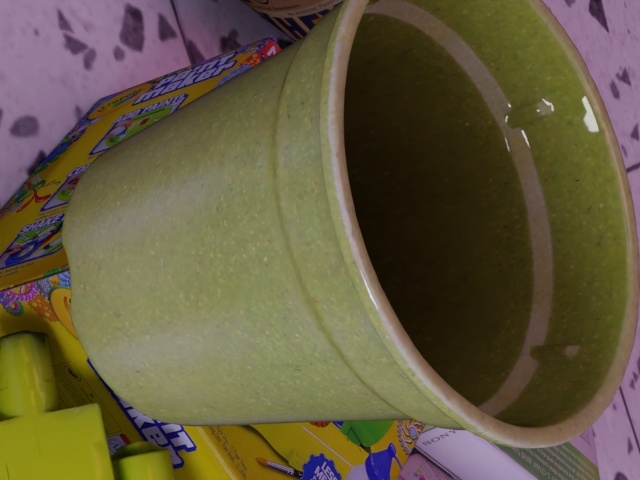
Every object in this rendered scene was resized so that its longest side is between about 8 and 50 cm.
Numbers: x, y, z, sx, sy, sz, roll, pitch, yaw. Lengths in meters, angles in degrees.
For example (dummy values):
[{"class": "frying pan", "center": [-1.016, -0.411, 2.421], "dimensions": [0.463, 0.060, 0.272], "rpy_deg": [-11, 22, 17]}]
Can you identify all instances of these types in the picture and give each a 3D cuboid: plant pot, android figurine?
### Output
[{"class": "plant pot", "center": [0.000, 0.000, 1.050], "dimensions": [0.276, 0.254, 0.276], "rpy_deg": [22, 61, -46]}, {"class": "android figurine", "center": [-0.196, 0.195, 1.086], "dimensions": [0.248, 0.056, 0.273], "rpy_deg": [-11, 81, -18]}]

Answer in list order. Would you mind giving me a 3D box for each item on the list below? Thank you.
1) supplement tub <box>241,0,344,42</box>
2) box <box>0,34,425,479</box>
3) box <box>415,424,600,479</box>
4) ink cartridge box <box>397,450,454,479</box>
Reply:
[{"class": "supplement tub", "center": [0.010, -0.277, 1.482], "dimensions": [0.316, 0.228, 0.228], "rpy_deg": [33, 53, -41]}, {"class": "box", "center": [-0.081, 0.066, 1.284], "dimensions": [0.290, 0.177, 0.279], "rpy_deg": [57, 39, -22]}, {"class": "box", "center": [0.150, 0.086, 1.610], "dimensions": [0.232, 0.058, 0.322], "rpy_deg": [40, 33, -37]}, {"class": "ink cartridge box", "center": [0.055, 0.246, 1.399], "dimensions": [0.134, 0.078, 0.231], "rpy_deg": [58, 19, 9]}]
